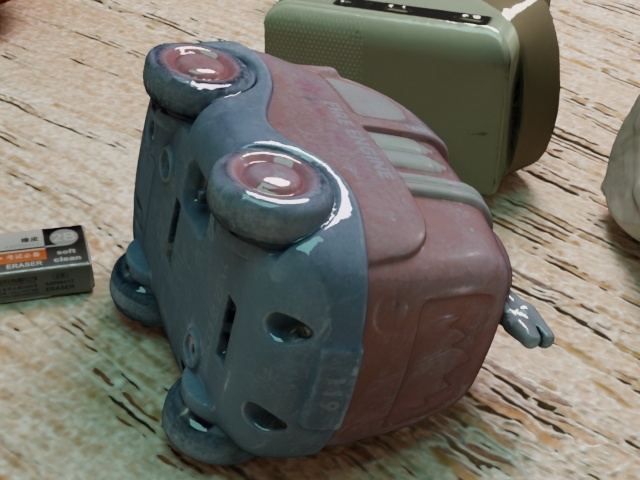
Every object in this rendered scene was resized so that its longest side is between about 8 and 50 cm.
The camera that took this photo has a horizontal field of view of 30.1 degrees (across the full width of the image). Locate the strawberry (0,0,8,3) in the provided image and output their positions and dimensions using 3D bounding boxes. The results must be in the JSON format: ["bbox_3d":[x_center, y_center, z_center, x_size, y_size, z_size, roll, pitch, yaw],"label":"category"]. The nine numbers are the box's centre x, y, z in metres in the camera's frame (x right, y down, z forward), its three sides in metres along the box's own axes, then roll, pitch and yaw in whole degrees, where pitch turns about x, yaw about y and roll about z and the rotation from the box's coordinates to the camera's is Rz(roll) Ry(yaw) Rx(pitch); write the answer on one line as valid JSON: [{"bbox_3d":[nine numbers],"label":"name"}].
[{"bbox_3d":[-0.398,-0.320,1.154,0.277,0.257,0.257,32,42,8],"label":"strawberry"}]

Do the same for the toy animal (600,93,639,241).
[{"bbox_3d":[0.366,-0.053,0.916,0.283,0.138,0.140,2,67,4],"label":"toy animal"}]

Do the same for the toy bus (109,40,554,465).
[{"bbox_3d":[0.000,0.000,0.786,0.232,0.197,0.294,-2,35,-25],"label":"toy bus"}]

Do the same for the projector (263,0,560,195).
[{"bbox_3d":[0.088,-0.150,1.010,0.243,0.163,0.177,11,37,17],"label":"projector"}]

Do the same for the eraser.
[{"bbox_3d":[-0.227,0.019,0.861,0.122,0.029,0.052,-8,38,-15],"label":"eraser"}]
